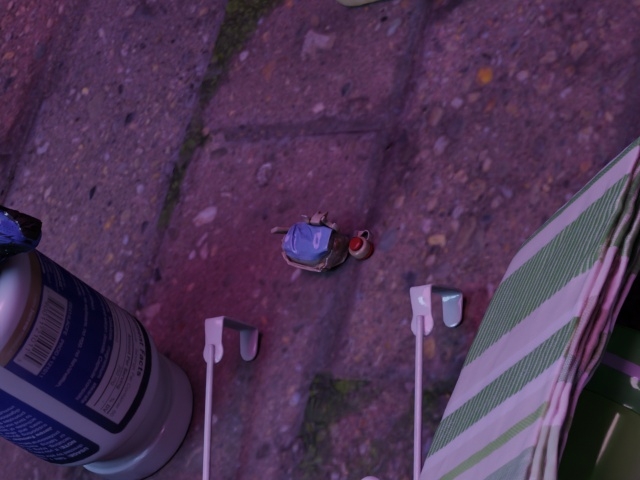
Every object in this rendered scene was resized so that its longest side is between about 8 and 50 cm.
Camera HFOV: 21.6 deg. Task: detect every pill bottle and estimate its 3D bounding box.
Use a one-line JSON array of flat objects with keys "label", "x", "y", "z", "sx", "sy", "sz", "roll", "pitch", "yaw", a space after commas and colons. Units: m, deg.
[{"label": "pill bottle", "x": -0.237, "y": 0.108, "z": 1.470, "sx": 0.153, "sy": 0.264, "sz": 0.153, "roll": -19, "pitch": 52, "yaw": 26}]

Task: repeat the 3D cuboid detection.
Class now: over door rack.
[{"label": "over door rack", "x": -0.024, "y": 0.184, "z": 1.370, "sx": 0.239, "sy": 0.108, "sz": 0.324, "roll": -10, "pitch": 58, "yaw": 32}]

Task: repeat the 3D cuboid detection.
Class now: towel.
[{"label": "towel", "x": 0.149, "y": 0.096, "z": 1.209, "sx": 0.248, "sy": 0.038, "sz": 0.325, "roll": -48, "pitch": 15, "yaw": 58}]

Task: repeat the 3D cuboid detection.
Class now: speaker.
[{"label": "speaker", "x": 0.176, "y": 0.212, "z": 1.185, "sx": 0.131, "sy": 0.131, "sz": 0.296, "roll": 23, "pitch": 78, "yaw": 44}]

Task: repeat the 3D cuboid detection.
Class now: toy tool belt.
[{"label": "toy tool belt", "x": 0.000, "y": 0.000, "z": 1.503, "sx": 0.083, "sy": 0.051, "sz": 0.052, "roll": -1, "pitch": 63, "yaw": 37}]

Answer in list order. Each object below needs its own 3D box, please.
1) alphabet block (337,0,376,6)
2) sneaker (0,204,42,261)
[{"label": "alphabet block", "x": 0.060, "y": -0.362, "z": 1.581, "sx": 0.193, "sy": 0.197, "sz": 0.192, "roll": -5, "pitch": 60, "yaw": 35}, {"label": "sneaker", "x": -0.306, "y": 0.026, "z": 1.345, "sx": 0.221, "sy": 0.083, "sz": 0.087, "roll": -19, "pitch": 66, "yaw": 34}]
